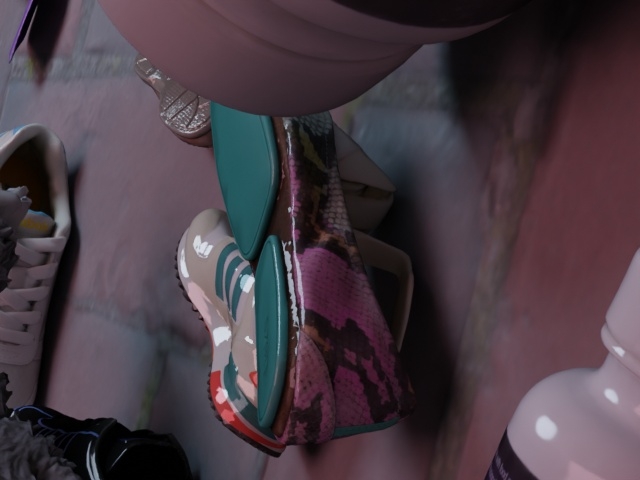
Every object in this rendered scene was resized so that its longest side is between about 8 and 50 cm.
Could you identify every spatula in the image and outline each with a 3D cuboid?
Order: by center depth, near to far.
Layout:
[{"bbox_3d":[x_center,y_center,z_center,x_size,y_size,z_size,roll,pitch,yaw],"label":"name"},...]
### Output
[{"bbox_3d":[-0.262,-0.229,1.499,0.084,0.030,0.296,-66,27,16],"label":"spatula"}]

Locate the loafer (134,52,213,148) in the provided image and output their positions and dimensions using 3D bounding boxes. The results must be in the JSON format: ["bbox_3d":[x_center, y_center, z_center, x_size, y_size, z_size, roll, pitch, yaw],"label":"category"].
[{"bbox_3d":[-0.074,-0.084,1.044,0.045,0.039,0.125,-38,35,0],"label":"loafer"}]

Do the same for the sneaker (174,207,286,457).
[{"bbox_3d":[-0.022,0.029,0.865,0.075,0.057,0.161,-44,35,21],"label":"sneaker"}]

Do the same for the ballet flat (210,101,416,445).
[{"bbox_3d":[0.000,0.000,0.792,0.077,0.079,0.221,112,156,-43],"label":"ballet flat"}]

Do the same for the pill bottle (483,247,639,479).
[{"bbox_3d":[0.092,0.105,0.517,0.193,0.108,0.108,-69,26,14],"label":"pill bottle"}]

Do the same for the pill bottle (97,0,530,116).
[{"bbox_3d":[0.052,-0.199,0.649,0.361,0.204,0.204,-37,45,52],"label":"pill bottle"}]

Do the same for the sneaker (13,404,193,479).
[{"bbox_3d":[-0.119,0.131,0.970,0.232,0.081,0.090,39,108,56],"label":"sneaker"}]

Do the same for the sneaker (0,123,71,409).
[{"bbox_3d":[-0.223,0.025,1.222,0.092,0.087,0.228,-36,47,50],"label":"sneaker"}]

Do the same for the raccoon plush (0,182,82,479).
[{"bbox_3d":[-0.228,0.200,0.933,0.446,0.216,0.299,-70,4,-55],"label":"raccoon plush"}]
